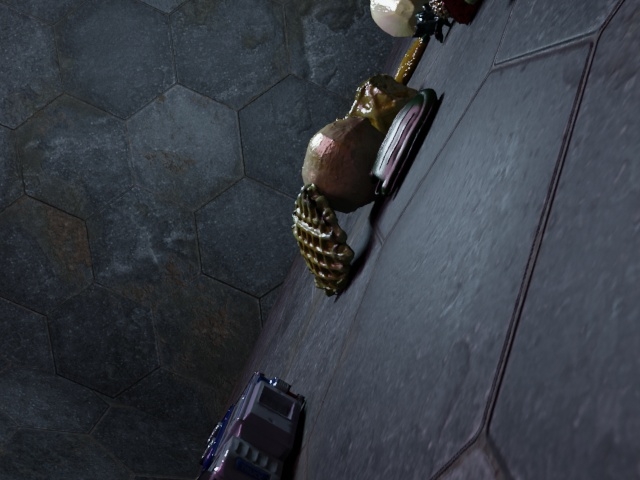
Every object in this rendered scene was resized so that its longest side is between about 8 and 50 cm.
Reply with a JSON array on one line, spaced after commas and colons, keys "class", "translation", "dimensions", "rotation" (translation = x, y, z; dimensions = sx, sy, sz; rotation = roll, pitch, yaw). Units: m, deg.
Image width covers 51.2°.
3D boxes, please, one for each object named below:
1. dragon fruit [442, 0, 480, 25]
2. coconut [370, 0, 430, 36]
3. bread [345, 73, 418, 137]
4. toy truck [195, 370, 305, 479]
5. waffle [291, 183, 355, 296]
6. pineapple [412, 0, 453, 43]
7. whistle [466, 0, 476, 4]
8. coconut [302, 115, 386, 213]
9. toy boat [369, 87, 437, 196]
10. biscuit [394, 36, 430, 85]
[{"class": "dragon fruit", "translation": [0.256, -0.484, 1.199], "dimensions": [0.083, 0.106, 0.162], "rotation": [-71, 4, -59]}, {"class": "coconut", "translation": [0.242, -0.671, 1.828], "dimensions": [0.237, 0.197, 0.237], "rotation": [-60, 4, 6]}, {"class": "bread", "translation": [0.109, -0.248, 1.534], "dimensions": [0.152, 0.130, 0.267], "rotation": [-86, 20, -52]}, {"class": "toy truck", "translation": [-0.108, 0.325, 1.013], "dimensions": [0.155, 0.124, 0.268], "rotation": [-59, 4, 14]}, {"class": "waffle", "translation": [0.000, 0.000, 1.287], "dimensions": [0.208, 0.054, 0.214], "rotation": [103, 144, -60]}, {"class": "pineapple", "translation": [0.253, -0.486, 1.385], "dimensions": [0.221, 0.083, 0.103], "rotation": [128, 166, -83]}, {"class": "whistle", "translation": [0.264, -0.465, 0.961], "dimensions": [0.131, 0.106, 0.288], "rotation": [118, 174, -65]}, {"class": "coconut", "translation": [0.059, -0.156, 1.329], "dimensions": [0.194, 0.194, 0.194], "rotation": [-156, 90, -86]}, {"class": "toy boat", "translation": [0.145, -0.175, 1.186], "dimensions": [0.210, 0.052, 0.104], "rotation": [-64, 20, 15]}, {"class": "biscuit", "translation": [0.250, -0.501, 1.868], "dimensions": [0.228, 0.031, 0.176], "rotation": [119, 173, -52]}]
